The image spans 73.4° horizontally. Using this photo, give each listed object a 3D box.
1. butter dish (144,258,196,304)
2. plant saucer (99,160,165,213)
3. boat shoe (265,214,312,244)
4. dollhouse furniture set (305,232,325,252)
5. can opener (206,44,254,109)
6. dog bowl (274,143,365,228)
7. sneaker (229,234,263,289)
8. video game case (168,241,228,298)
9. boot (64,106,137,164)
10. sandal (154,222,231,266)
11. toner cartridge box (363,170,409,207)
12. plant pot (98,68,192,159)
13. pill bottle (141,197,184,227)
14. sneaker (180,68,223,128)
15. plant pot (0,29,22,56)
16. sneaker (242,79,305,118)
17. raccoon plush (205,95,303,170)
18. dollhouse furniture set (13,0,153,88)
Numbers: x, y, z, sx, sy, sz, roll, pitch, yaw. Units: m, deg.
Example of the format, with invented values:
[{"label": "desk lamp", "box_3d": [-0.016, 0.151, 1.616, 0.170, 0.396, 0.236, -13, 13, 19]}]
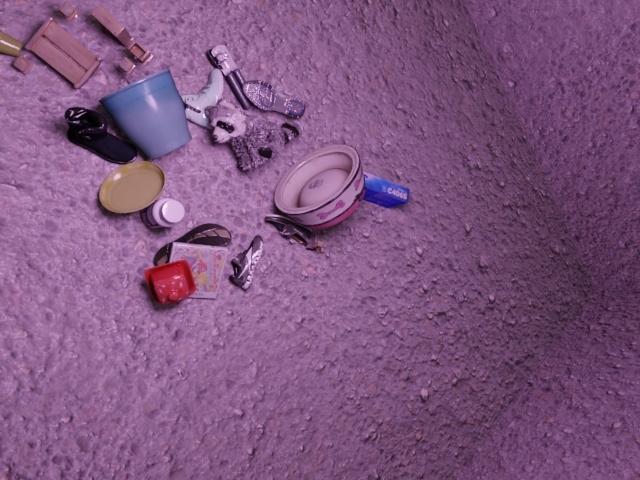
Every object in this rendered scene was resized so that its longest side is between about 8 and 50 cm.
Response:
[{"label": "butter dish", "box_3d": [-0.537, 0.172, 1.556, 0.159, 0.118, 0.160, -16, 124, -16]}, {"label": "plant saucer", "box_3d": [-0.677, -0.188, 1.564, 0.240, 0.037, 0.241, -2, 58, 3]}, {"label": "boat shoe", "box_3d": [-0.142, -0.052, 1.888, 0.232, 0.084, 0.079, 25, 72, -28]}, {"label": "dollhouse furniture set", "box_3d": [0.000, 0.000, 1.946, 0.090, 0.114, 0.081, 13, 74, -25]}, {"label": "can opener", "box_3d": [-0.375, -0.697, 1.841, 0.074, 0.093, 0.281, -43, 113, -25]}, {"label": "dog bowl", "box_3d": [0.011, -0.219, 1.832, 0.408, 0.407, 0.150, -57, 133, -22]}, {"label": "sneaker", "box_3d": [-0.310, 0.078, 1.780, 0.106, 0.078, 0.235, 24, 75, -27]}, {"label": "video game case", "box_3d": [-0.478, 0.119, 1.643, 0.206, 0.026, 0.227, 7, 114, -29]}, {"label": "boot", "box_3d": [-0.761, -0.361, 1.505, 0.246, 0.207, 0.094, 22, 74, -26]}, {"label": "sandal", "box_3d": [-0.497, 0.026, 1.682, 0.302, 0.086, 0.120, -24, 71, -12]}, {"label": "toner cartridge box", "box_3d": [0.245, -0.250, 2.083, 0.347, 0.165, 0.075, 16, 75, -28]}, {"label": "plant pot", "box_3d": [-0.613, -0.451, 1.581, 0.271, 0.271, 0.256, -39, 117, -27]}, {"label": "pill bottle", "box_3d": [-0.575, -0.100, 1.578, 0.108, 0.193, 0.108, 1, 88, -39]}, {"label": "sneaker", "box_3d": [-0.487, -0.600, 1.748, 0.150, 0.094, 0.256, 13, 80, -34]}, {"label": "plant pot", "box_3d": [-1.061, -0.661, 1.453, 0.079, 0.083, 0.084, 17, 76, -39]}, {"label": "sneaker", "box_3d": [-0.214, -0.615, 1.887, 0.296, 0.129, 0.111, 16, 102, -36]}, {"label": "raccoon plush", "box_3d": [-0.287, -0.492, 1.806, 0.299, 0.216, 0.446, 57, 33, -18]}, {"label": "dollhouse furniture set", "box_3d": [-0.849, -0.657, 1.581, 0.303, 0.174, 0.356, 41, 91, -19]}]
